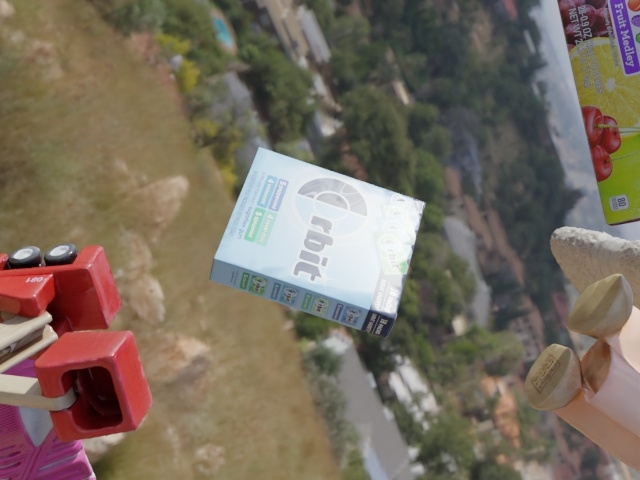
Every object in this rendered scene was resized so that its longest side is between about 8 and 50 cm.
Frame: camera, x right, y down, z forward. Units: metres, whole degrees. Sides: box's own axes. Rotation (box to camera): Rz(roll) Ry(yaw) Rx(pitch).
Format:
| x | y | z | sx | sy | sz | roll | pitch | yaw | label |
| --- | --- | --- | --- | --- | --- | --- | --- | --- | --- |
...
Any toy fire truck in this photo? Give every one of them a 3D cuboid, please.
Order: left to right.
| x | y | z | sx | sy | sz | roll | pitch | yaw | label |
| --- | --- | --- | --- | --- | --- | --- | --- | --- | --- |
| -0.175 | 0.055 | 0.646 | 0.135 | 0.192 | 0.047 | -69 | 150 | -59 | toy fire truck |

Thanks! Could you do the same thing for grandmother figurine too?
| x | y | z | sx | sy | sz | roll | pitch | yaw | label |
| --- | --- | --- | --- | --- | --- | --- | --- | --- | --- |
| 0.327 | 0.179 | 0.919 | 0.342 | 0.208 | 0.104 | 33 | 12 | -7 | grandmother figurine |

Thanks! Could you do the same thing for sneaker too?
| x | y | z | sx | sy | sz | roll | pitch | yaw | label |
| --- | --- | --- | --- | --- | --- | --- | --- | --- | --- |
| -0.218 | 0.125 | 0.820 | 0.111 | 0.103 | 0.252 | 54 | -39 | 35 | sneaker |

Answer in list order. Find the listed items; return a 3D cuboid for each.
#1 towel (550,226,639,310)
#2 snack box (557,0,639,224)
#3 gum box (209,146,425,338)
| x | y | z | sx | sy | sz | roll | pitch | yaw | label |
| --- | --- | --- | --- | --- | --- | --- | --- | --- | --- |
| 0.345 | 0.104 | 1.153 | 0.282 | 0.049 | 0.187 | 52 | -12 | -19 | towel |
| 0.289 | -0.115 | 0.830 | 0.070 | 0.207 | 0.174 | 0 | 77 | -73 | snack box |
| 0.000 | 0.000 | 1.173 | 0.041 | 0.184 | 0.157 | 107 | 0 | -51 | gum box |
